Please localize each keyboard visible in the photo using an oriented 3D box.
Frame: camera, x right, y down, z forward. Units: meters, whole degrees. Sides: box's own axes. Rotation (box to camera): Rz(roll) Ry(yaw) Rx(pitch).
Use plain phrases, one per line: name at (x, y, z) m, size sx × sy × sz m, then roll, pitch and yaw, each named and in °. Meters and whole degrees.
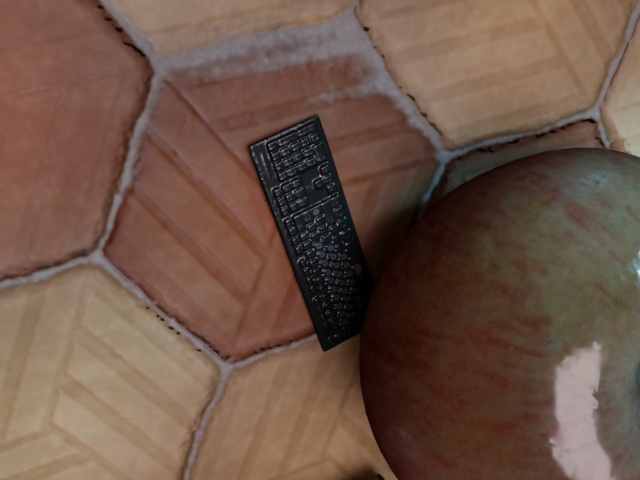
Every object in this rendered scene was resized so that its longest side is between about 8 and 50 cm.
keyboard at (0.000, 0.000, 0.653) m, size 0.064 × 0.010 × 0.198 m, roll -26°, pitch 119°, yaw -13°

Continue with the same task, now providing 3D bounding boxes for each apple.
apple at (0.204, 0.090, 0.624) m, size 0.345 × 0.269 × 0.345 m, roll -8°, pitch 113°, yaw -18°

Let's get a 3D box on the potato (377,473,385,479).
potato at (0.007, 0.362, 0.703) m, size 0.266 × 0.229 × 0.229 m, roll -30°, pitch 119°, yaw -3°
